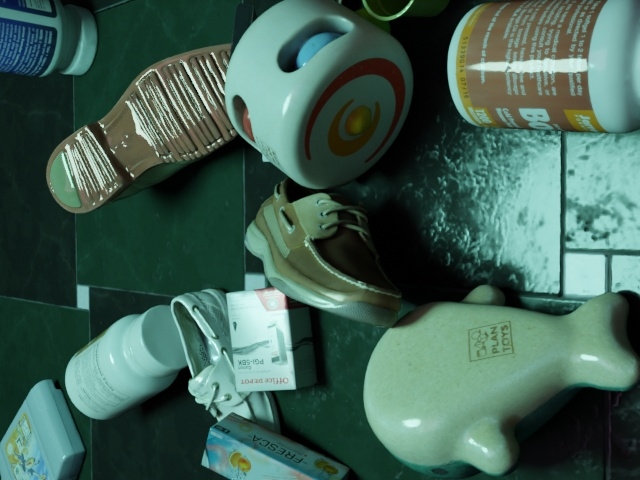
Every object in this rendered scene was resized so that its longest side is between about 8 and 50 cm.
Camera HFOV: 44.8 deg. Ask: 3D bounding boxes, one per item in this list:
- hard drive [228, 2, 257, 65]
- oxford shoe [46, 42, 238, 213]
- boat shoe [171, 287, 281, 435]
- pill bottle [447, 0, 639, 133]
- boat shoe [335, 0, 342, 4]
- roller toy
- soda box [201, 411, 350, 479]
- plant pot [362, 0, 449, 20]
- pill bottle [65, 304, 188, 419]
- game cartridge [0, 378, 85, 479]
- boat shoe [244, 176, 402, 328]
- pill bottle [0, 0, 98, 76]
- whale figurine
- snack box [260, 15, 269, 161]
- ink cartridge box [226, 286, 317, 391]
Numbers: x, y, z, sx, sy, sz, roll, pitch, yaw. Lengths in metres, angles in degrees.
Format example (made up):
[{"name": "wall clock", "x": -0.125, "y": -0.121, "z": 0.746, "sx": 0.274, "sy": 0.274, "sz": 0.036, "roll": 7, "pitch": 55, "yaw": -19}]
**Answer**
[{"name": "hard drive", "x": -0.093, "y": -0.229, "z": 0.953, "sx": 0.135, "sy": 0.022, "sz": 0.094, "roll": -99, "pitch": 17, "yaw": -85}, {"name": "oxford shoe", "x": -0.216, "y": -0.170, "z": 1.132, "sx": 0.396, "sy": 0.146, "sz": 0.141, "roll": -22, "pitch": 92, "yaw": 22}, {"name": "boat shoe", "x": -0.146, "y": 0.200, "z": 1.101, "sx": 0.098, "sy": 0.096, "sz": 0.277, "roll": -41, "pitch": 65, "yaw": 34}, {"name": "pill bottle", "x": 0.233, "y": -0.158, "z": 0.697, "sx": 0.216, "sy": 0.121, "sz": 0.121, "roll": 11, "pitch": 100, "yaw": 44}, {"name": "boat shoe", "x": -0.011, "y": -0.270, "z": 0.955, "sx": 0.066, "sy": 0.066, "sz": 0.183, "roll": -99, "pitch": 21, "yaw": -75}, {"name": "roller toy", "x": 0.002, "y": -0.160, "z": 0.875, "sx": 0.146, "sy": 0.191, "sz": 0.209, "roll": 42, "pitch": 120, "yaw": 34}, {"name": "soda box", "x": -0.058, "y": 0.291, "z": 1.000, "sx": 0.183, "sy": 0.063, "sz": 0.058, "roll": 20, "pitch": 106, "yaw": 19}, {"name": "plant pot", "x": 0.101, "y": -0.277, "z": 0.852, "sx": 0.083, "sy": 0.079, "sz": 0.083, "roll": 1, "pitch": 92, "yaw": 44}, {"name": "pill bottle", "x": -0.295, "y": 0.190, "z": 1.225, "sx": 0.229, "sy": 0.131, "sz": 0.131, "roll": -34, "pitch": 69, "yaw": 40}, {"name": "game cartridge", "x": -0.568, "y": 0.442, "z": 1.561, "sx": 0.297, "sy": 0.062, "sz": 0.198, "roll": -52, "pitch": 53, "yaw": 32}, {"name": "boat shoe", "x": 0.000, "y": 0.000, "z": 0.894, "sx": 0.324, "sy": 0.123, "sz": 0.117, "roll": 37, "pitch": 107, "yaw": 58}, {"name": "pill bottle", "x": -0.535, "y": -0.367, "z": 1.348, "sx": 0.153, "sy": 0.264, "sz": 0.153, "roll": 0, "pitch": 91, "yaw": 45}, {"name": "whale figurine", "x": 0.180, "y": 0.142, "z": 0.766, "sx": 0.272, "sy": 0.141, "sz": 0.216, "roll": -20, "pitch": 38, "yaw": 23}, {"name": "snack box", "x": -0.064, "y": -0.190, "z": 0.991, "sx": 0.022, "sy": 0.064, "sz": 0.178, "roll": -1, "pitch": 96, "yaw": 0}, {"name": "ink cartridge box", "x": -0.065, "y": 0.130, "z": 1.034, "sx": 0.099, "sy": 0.056, "sz": 0.135, "roll": -9, "pitch": 85, "yaw": 29}]
